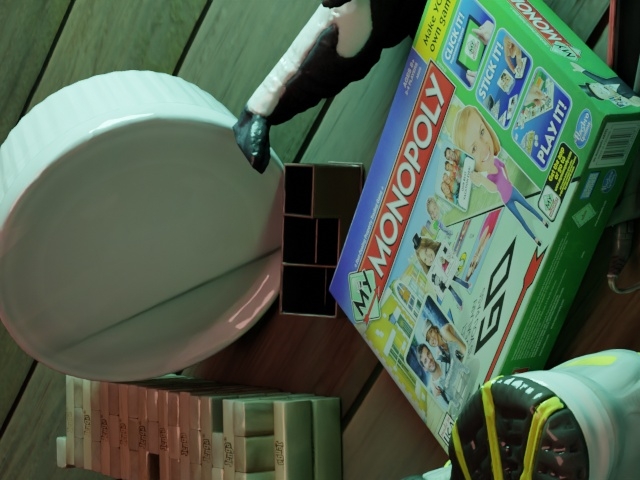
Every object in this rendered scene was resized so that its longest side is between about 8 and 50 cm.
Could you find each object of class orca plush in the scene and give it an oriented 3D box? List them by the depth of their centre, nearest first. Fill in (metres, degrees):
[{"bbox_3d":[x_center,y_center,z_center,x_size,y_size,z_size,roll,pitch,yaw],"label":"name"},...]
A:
[{"bbox_3d":[0.048,-0.158,1.394,0.102,0.151,0.287,39,101,-1],"label":"orca plush"}]

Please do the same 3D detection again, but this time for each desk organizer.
[{"bbox_3d":[0.000,0.000,1.506,0.047,0.050,0.130,7,96,53],"label":"desk organizer"}]

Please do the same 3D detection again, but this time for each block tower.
[{"bbox_3d":[-0.118,0.172,1.634,0.335,0.091,0.097,-1,89,52],"label":"block tower"}]

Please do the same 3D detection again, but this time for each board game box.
[{"bbox_3d":[0.112,-0.021,1.326,0.213,0.046,0.317,53,137,41],"label":"board game box"}]

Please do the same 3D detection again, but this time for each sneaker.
[{"bbox_3d":[0.149,0.191,1.255,0.145,0.147,0.384,67,156,17],"label":"sneaker"}]

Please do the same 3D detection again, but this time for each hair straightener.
[{"bbox_3d":[0.224,-0.074,1.211,0.089,0.047,0.230,20,107,51],"label":"hair straightener"}]

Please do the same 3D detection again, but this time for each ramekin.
[{"bbox_3d":[-0.162,-0.020,1.557,0.127,0.273,0.273,59,135,49],"label":"ramekin"}]
